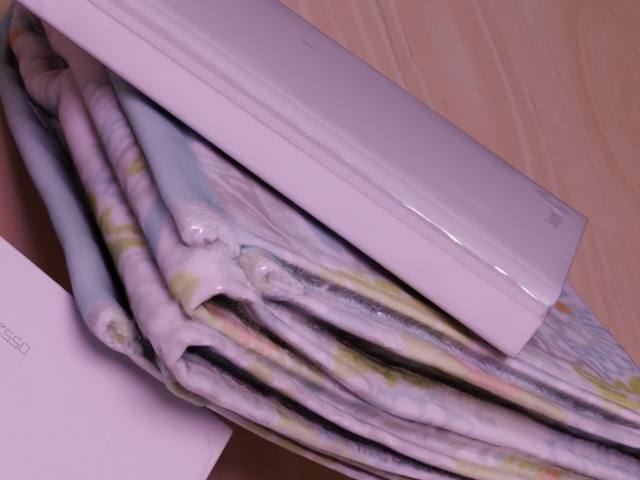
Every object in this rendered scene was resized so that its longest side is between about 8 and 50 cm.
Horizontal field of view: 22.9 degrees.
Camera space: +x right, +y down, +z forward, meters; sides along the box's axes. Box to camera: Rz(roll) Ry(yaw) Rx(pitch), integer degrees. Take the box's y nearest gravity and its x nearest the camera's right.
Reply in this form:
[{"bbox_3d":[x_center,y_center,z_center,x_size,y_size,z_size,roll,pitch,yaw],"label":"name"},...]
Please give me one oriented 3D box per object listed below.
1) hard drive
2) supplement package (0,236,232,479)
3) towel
[{"bbox_3d":[-0.011,-0.069,0.781,0.308,0.040,0.203,35,17,5],"label":"hard drive"},{"bbox_3d":[-0.207,0.092,0.644,0.262,0.145,0.204,41,42,-10],"label":"supplement package"},{"bbox_3d":[0.000,0.000,0.834,0.321,0.090,0.374,25,19,-30],"label":"towel"}]
